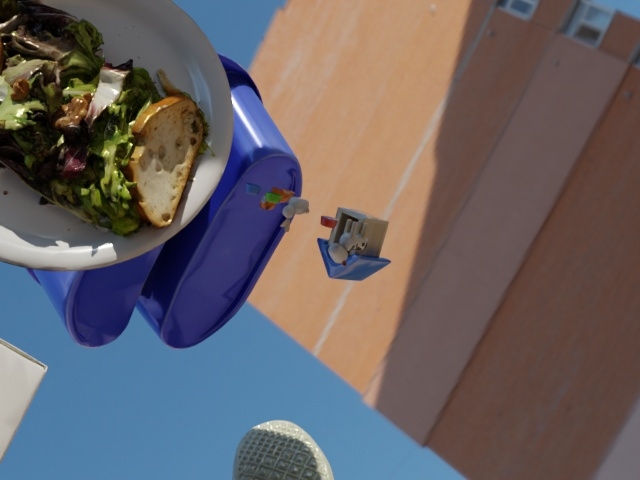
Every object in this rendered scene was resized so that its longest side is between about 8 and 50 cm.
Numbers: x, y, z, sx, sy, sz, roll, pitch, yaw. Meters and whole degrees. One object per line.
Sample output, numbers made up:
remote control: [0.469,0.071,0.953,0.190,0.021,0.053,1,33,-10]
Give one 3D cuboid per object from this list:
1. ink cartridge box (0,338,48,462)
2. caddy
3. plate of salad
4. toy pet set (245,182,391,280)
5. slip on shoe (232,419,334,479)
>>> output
ink cartridge box: [-0.419,0.219,1.111,0.117,0.283,0.207,34,-124,-20]
caddy: [-0.178,-0.042,1.152,0.241,0.179,0.341,7,-56,-40]
plate of salad: [-0.148,-0.080,0.626,0.200,0.200,0.048,-38,-8,-20]
toy pet set: [0.000,0.000,0.986,0.114,0.122,0.065,7,-78,-43]
slip on shoe: [-0.022,0.353,1.232,0.123,0.331,0.101,-15,-39,-14]
